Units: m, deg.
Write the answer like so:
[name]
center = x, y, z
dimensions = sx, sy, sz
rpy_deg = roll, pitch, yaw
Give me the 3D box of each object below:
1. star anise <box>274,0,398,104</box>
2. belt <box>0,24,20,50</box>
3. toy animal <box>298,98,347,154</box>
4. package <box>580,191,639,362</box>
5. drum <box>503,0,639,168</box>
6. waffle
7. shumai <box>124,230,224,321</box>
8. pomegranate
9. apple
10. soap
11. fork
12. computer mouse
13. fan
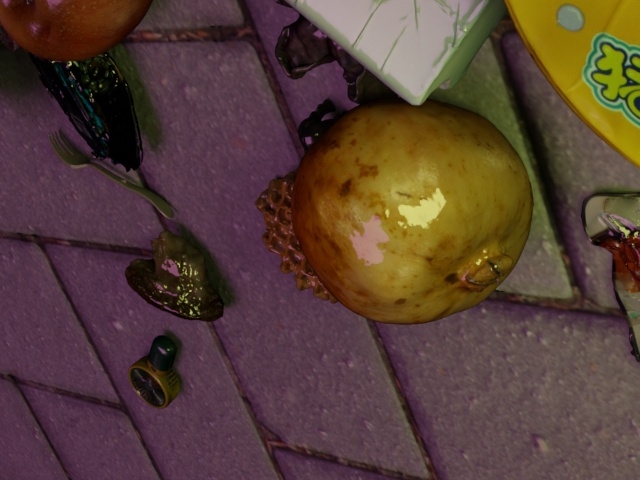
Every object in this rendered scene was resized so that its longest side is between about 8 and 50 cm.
[star anise]
center = 0.003, -0.240, 1.440
dimensions = 0.220, 0.099, 0.214
rpy_deg = 39, 135, 14
[belt]
center = -0.415, -0.349, 1.828
dimensions = 0.071, 0.053, 0.232
rpy_deg = 16, 135, 55
[toy animal]
center = 0.011, -0.082, 1.612
dimensions = 0.047, 0.065, 0.136
rpy_deg = 19, 137, 37
[package]
center = 0.343, 0.048, 1.401
dimensions = 0.166, 0.040, 0.232
rpy_deg = 5, 129, 44
[drum]
center = 0.330, -0.229, 0.987
dimensions = 0.431, 0.214, 0.431
rpy_deg = 29, 142, 25
[waffle]
center = -0.004, -0.002, 1.731
dimensions = 0.191, 0.038, 0.191
rpy_deg = 28, 141, 26
[shumai]
center = -0.184, 0.057, 1.963
dimensions = 0.139, 0.105, 0.123
rpy_deg = 49, -169, 16
[pomegranate]
center = 0.093, -0.028, 1.427
dimensions = 0.248, 0.248, 0.248
rpy_deg = 29, 141, 26
[apple]
center = -0.286, -0.297, 1.639
dimensions = 0.201, 0.162, 0.201
rpy_deg = 32, 146, 25
[soap]
center = 0.025, -0.307, 1.278
dimensions = 0.347, 0.115, 0.208
rpy_deg = 41, 120, 11
[fork]
center = -0.281, -0.084, 1.967
dimensions = 0.219, 0.034, 0.028
rpy_deg = 32, 116, 20
[computer mouse]
center = -0.283, -0.186, 1.818
dimensions = 0.146, 0.077, 0.242
rpy_deg = 35, 156, 53
[fan]
center = -0.240, 0.191, 2.180
dimensions = 0.082, 0.039, 0.155
rpy_deg = 40, 144, 12
